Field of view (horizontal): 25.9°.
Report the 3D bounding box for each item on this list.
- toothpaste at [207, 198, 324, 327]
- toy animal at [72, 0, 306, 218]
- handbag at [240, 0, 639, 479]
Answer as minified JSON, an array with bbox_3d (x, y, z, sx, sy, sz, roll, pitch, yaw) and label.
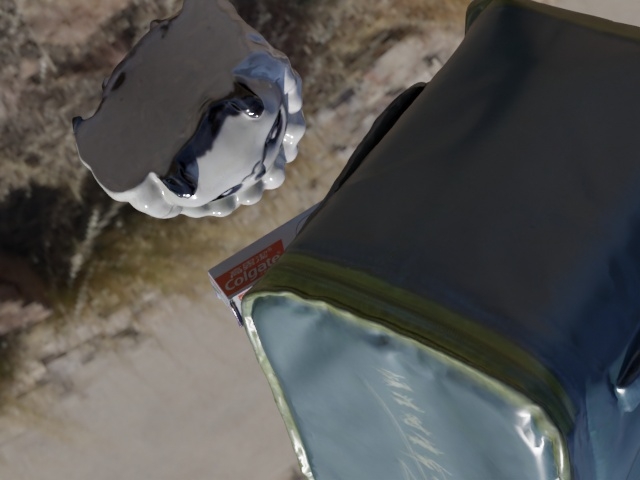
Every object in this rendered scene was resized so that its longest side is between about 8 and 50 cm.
[{"bbox_3d":[0.000,0.000,1.186,0.196,0.047,0.040,-32,145,-11],"label":"toothpaste"},{"bbox_3d":[-0.112,-0.118,1.340,0.208,0.204,0.156,-50,146,8],"label":"toy animal"},{"bbox_3d":[0.109,0.034,0.744,0.241,0.222,0.263,-49,147,-28],"label":"handbag"}]
